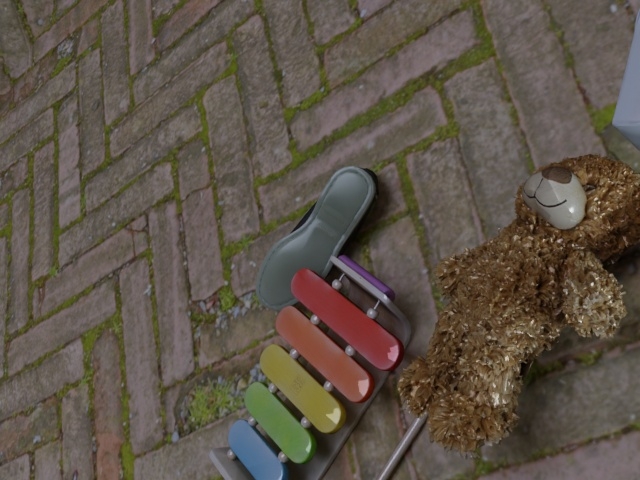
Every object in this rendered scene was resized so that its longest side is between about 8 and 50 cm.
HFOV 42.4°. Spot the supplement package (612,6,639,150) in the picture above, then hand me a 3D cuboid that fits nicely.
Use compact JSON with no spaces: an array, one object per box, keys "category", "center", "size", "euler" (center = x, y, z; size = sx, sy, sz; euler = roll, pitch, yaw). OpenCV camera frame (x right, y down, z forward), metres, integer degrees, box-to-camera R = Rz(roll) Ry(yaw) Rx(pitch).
[{"category":"supplement package","center":[0.419,-0.145,0.669],"size":[0.263,0.198,0.199],"euler":[8,78,44]}]

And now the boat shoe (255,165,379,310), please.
[{"category":"boat shoe","center":[0.000,0.000,1.091],"size":[0.081,0.069,0.227],"euler":[41,106,9]}]

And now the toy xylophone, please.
[{"category":"toy xylophone","center":[0.010,0.187,0.985],"size":[0.236,0.081,0.322],"euler":[26,91,46]}]

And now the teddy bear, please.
[{"category":"teddy bear","center":[0.190,0.052,0.817],"size":[0.338,0.113,0.245],"euler":[-50,15,17]}]
